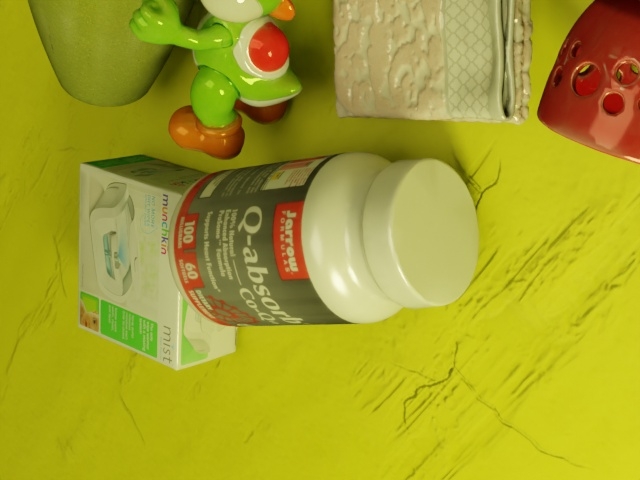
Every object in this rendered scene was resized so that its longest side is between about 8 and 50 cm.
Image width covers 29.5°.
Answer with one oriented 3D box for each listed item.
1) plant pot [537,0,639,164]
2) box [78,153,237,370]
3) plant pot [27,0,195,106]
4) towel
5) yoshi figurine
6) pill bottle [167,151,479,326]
[{"bbox_3d":[0.327,-0.173,1.192,0.191,0.191,0.174,26,109,34],"label":"plant pot"},{"bbox_3d":[-0.235,0.026,1.779,0.231,0.127,0.261,19,112,39],"label":"box"},{"bbox_3d":[-0.291,-0.338,1.667,0.275,0.275,0.293,43,141,26],"label":"plant pot"},{"bbox_3d":[0.116,-0.299,1.388,0.317,0.053,0.331,12,105,53],"label":"towel"},{"bbox_3d":[-0.137,-0.285,1.498,0.362,0.203,0.203,95,165,-50],"label":"yoshi figurine"},{"bbox_3d":[0.000,0.000,1.504,0.363,0.210,0.210,-5,97,42],"label":"pill bottle"}]
